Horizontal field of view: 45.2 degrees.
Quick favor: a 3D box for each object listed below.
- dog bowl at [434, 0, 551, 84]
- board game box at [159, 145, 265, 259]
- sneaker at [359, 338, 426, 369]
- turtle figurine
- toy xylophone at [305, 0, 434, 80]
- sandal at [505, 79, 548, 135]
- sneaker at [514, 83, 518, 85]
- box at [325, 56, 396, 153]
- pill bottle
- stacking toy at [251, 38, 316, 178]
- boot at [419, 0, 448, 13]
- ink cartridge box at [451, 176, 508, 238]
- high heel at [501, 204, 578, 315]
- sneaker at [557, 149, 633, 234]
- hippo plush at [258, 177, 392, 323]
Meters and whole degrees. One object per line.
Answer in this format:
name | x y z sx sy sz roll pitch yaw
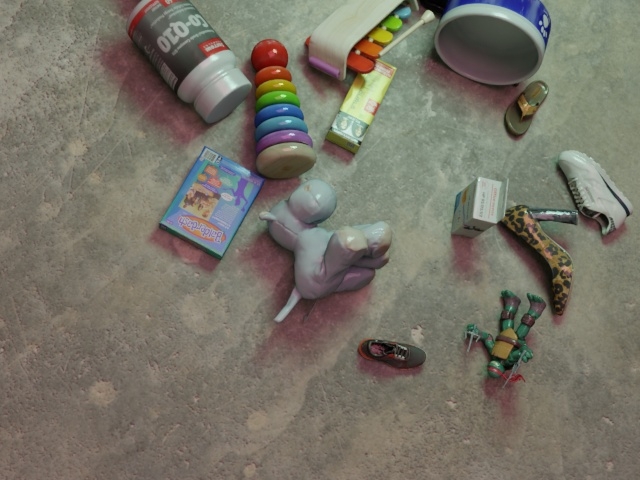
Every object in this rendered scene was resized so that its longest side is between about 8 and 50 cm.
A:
dog bowl | 0.416 -0.498 1.860 0.265 0.265 0.104 23 70 -5
board game box | -0.243 -0.085 1.735 0.160 0.047 0.210 29 72 -4
sneaker | 0.167 0.255 1.726 0.158 0.065 0.061 9 75 -9
turtle figurine | 0.423 0.230 1.764 0.175 0.118 0.234 16 66 35
toy xylophone | 0.123 -0.509 1.854 0.322 0.081 0.236 -38 57 -17
sandal | 0.530 -0.347 1.958 0.072 0.049 0.180 38 72 -1
sneaker | 0.498 -0.439 1.989 0.035 0.031 0.083 -4 81 13
box | 0.099 -0.331 1.861 0.087 0.058 0.232 27 72 -2
pill bottle | -0.295 -0.419 1.748 0.161 0.161 0.283 -39 86 -18
stacking toy | -0.104 -0.317 1.791 0.141 0.141 0.330 -6 70 -13
boot | 0.357 -0.627 1.883 0.246 0.207 0.094 22 77 10
ink cartridge box | 0.369 -0.080 1.789 0.061 0.181 0.104 12 74 -8
high heel | 0.518 0.046 1.860 0.186 0.093 0.261 4 88 12
sneaker | 0.670 -0.124 1.917 0.095 0.090 0.235 -42 86 -8
hippo plush | 0.000 0.000 1.714 0.294 0.234 0.236 -45 65 23
